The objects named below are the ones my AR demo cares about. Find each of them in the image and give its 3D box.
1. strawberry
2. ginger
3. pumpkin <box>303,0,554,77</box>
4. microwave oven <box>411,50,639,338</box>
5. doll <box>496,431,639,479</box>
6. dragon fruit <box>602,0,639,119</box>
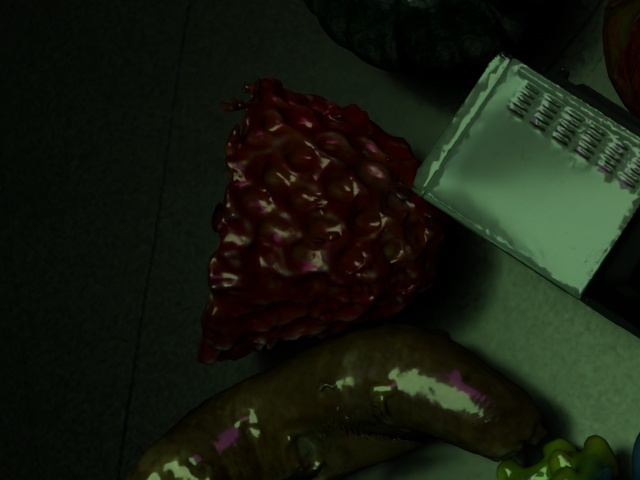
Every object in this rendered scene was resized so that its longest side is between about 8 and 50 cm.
[{"bbox_3d":[0.000,0.000,1.437,0.178,0.234,0.234,12,84,0],"label":"strawberry"},{"bbox_3d":[0.001,0.137,1.431,0.309,0.107,0.133,-24,27,10],"label":"ginger"},{"bbox_3d":[0.081,-0.229,1.446,0.220,0.162,0.220,-1,84,11],"label":"pumpkin"},{"bbox_3d":[0.180,-0.032,1.345,0.163,0.205,0.129,33,93,22],"label":"microwave oven"},{"bbox_3d":[0.237,0.174,1.250,0.346,0.341,0.099,-8,111,31],"label":"doll"},{"bbox_3d":[0.292,-0.165,1.357,0.218,0.148,0.224,10,83,24],"label":"dragon fruit"}]
